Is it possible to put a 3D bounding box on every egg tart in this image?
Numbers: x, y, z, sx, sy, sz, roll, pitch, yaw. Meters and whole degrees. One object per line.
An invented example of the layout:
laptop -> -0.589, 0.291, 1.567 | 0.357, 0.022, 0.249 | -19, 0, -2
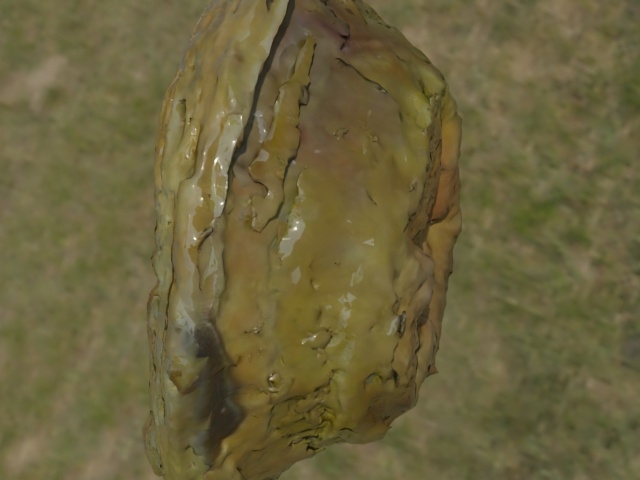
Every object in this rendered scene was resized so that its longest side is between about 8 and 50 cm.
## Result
egg tart -> 0.000, 0.000, 1.022 | 0.352, 0.150, 0.352 | 11, -90, -80
